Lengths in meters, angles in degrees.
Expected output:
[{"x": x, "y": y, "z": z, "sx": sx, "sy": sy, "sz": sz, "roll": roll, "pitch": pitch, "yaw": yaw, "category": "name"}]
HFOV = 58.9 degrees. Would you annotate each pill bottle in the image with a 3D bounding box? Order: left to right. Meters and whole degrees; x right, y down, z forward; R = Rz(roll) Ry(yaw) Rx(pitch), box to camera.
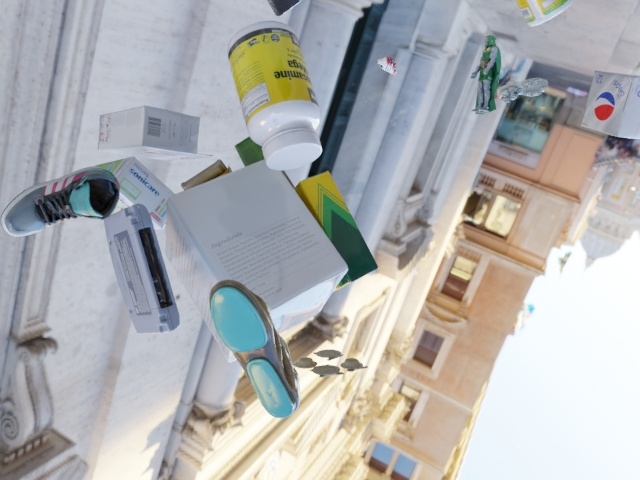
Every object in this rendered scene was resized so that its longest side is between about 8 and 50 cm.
[{"x": -0.107, "y": -0.354, "z": 1.412, "sx": 0.188, "sy": 0.188, "sz": 0.334, "roll": -1, "pitch": -111, "yaw": -47, "category": "pill bottle"}, {"x": 0.604, "y": -0.754, "z": 1.612, "sx": 0.245, "sy": 0.136, "sz": 0.136, "roll": 54, "pitch": -171, "yaw": -17, "category": "pill bottle"}]

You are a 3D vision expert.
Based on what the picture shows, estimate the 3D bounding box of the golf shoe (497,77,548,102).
[{"x": 0.721, "y": -0.553, "z": 2.035, "sx": 0.176, "sy": 0.069, "sz": 0.086, "roll": -11, "pitch": -145, "yaw": 2, "category": "golf shoe"}]

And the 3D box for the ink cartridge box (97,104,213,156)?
[{"x": -0.551, "y": -0.351, "z": 1.911, "sx": 0.309, "sy": 0.130, "sz": 0.272, "roll": 5, "pitch": -179, "yaw": 43, "category": "ink cartridge box"}]

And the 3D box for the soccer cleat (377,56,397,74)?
[{"x": 0.165, "y": -0.427, "z": 1.386, "sx": 0.036, "sy": 0.029, "sz": 0.083, "roll": 1, "pitch": 177, "yaw": 22, "category": "soccer cleat"}]

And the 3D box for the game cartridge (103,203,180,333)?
[{"x": -0.427, "y": 0.073, "z": 1.340, "sx": 0.062, "sy": 0.297, "sz": 0.198, "roll": -17, "pitch": -176, "yaw": -35, "category": "game cartridge"}]

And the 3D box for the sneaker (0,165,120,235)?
[{"x": -0.623, "y": -0.089, "z": 1.408, "sx": 0.178, "sy": 0.124, "sz": 0.295, "roll": 15, "pitch": -138, "yaw": 45, "category": "sneaker"}]

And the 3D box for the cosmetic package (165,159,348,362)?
[{"x": -0.195, "y": 0.054, "z": 1.572, "sx": 0.327, "sy": 0.329, "sz": 0.393, "roll": -26, "pitch": -108, "yaw": -27, "category": "cosmetic package"}]

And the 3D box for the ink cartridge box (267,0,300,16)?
[{"x": -0.082, "y": -0.726, "z": 1.459, "sx": 0.206, "sy": 0.208, "sz": 0.045, "roll": 54, "pitch": 172, "yaw": -36, "category": "ink cartridge box"}]

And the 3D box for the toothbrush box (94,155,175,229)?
[{"x": -0.601, "y": -0.138, "z": 1.768, "sx": 0.283, "sy": 0.122, "sz": 0.206, "roll": -1, "pitch": 142, "yaw": 45, "category": "toothbrush box"}]

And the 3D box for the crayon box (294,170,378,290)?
[{"x": 0.000, "y": 0.000, "z": 1.719, "sx": 0.106, "sy": 0.313, "sz": 0.363, "roll": -26, "pitch": 175, "yaw": -21, "category": "crayon box"}]

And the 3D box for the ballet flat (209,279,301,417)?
[{"x": -0.121, "y": 0.203, "z": 1.160, "sx": 0.116, "sy": 0.342, "sz": 0.124, "roll": -17, "pitch": -157, "yaw": 19, "category": "ballet flat"}]

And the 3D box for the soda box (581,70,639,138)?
[{"x": 0.572, "y": -0.203, "z": 0.895, "sx": 0.286, "sy": 0.091, "sz": 0.098, "roll": 3, "pitch": -159, "yaw": -14, "category": "soda box"}]

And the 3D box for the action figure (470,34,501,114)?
[{"x": 0.512, "y": -0.514, "z": 1.749, "sx": 0.063, "sy": 0.232, "sz": 0.137, "roll": 4, "pitch": -175, "yaw": -15, "category": "action figure"}]

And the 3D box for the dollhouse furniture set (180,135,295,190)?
[{"x": -0.247, "y": -0.155, "z": 1.736, "sx": 0.151, "sy": 0.301, "sz": 0.197, "roll": 56, "pitch": 179, "yaw": 42, "category": "dollhouse furniture set"}]

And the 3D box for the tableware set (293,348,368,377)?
[{"x": 0.018, "y": 0.291, "z": 1.342, "sx": 0.141, "sy": 0.020, "sz": 0.169, "roll": -7, "pitch": -172, "yaw": -35, "category": "tableware set"}]
